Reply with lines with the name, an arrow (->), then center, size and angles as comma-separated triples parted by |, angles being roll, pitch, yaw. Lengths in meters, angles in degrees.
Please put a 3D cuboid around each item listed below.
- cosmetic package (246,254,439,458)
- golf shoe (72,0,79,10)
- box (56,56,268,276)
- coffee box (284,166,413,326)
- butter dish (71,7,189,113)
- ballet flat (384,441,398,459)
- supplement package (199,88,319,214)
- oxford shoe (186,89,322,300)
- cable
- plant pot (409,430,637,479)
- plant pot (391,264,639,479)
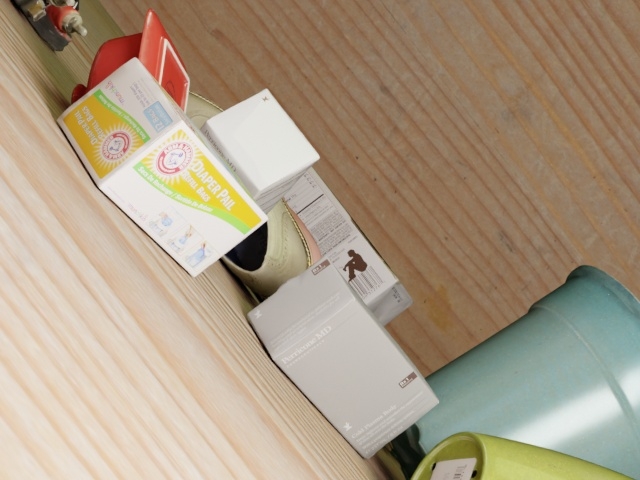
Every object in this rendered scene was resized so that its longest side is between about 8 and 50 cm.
cosmetic package -> 0.030, 0.145, 1.559 | 0.238, 0.127, 0.107 | 49, 4, -42
golf shoe -> -0.374, -0.341, 1.777 | 0.198, 0.077, 0.094 | 105, -27, -71
box -> -0.158, -0.071, 1.297 | 0.114, 0.103, 0.203 | 53, 1, 37
coffee box -> 0.000, 0.000, 1.946 | 0.297, 0.119, 0.168 | 53, 1, 20
butter dish -> -0.219, -0.156, 1.420 | 0.160, 0.118, 0.160 | 65, 28, -69
ballet flat -> 0.130, 0.298, 1.974 | 0.247, 0.083, 0.087 | 48, 18, -43
supplement package -> -0.102, -0.077, 1.501 | 0.105, 0.105, 0.179 | 53, -38, 6
oxford shoe -> -0.138, -0.086, 1.772 | 0.397, 0.140, 0.146 | 50, 8, 27
cable -> -0.387, -0.354, 1.684 | 0.287, 0.072, 0.139 | 53, -4, 39
plant pot -> 0.243, 0.343, 1.432 | 0.293, 0.275, 0.275 | 36, 7, -21
plant pot -> 0.285, 0.258, 1.708 | 0.341, 0.334, 0.341 | 61, -10, 18
